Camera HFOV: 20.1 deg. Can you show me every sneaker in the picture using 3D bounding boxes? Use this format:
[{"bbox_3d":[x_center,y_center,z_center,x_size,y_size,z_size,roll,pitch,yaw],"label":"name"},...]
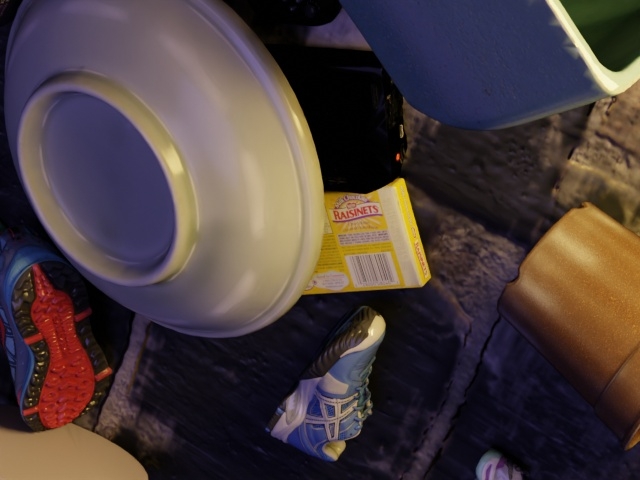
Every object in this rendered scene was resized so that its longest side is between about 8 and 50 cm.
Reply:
[{"bbox_3d":[0.176,0.256,1.756,0.069,0.038,0.098,28,126,16],"label":"sneaker"},{"bbox_3d":[0.022,0.141,1.769,0.081,0.080,0.211,35,137,2],"label":"sneaker"},{"bbox_3d":[-0.295,0.089,1.929,0.125,0.104,0.262,52,151,41],"label":"sneaker"}]

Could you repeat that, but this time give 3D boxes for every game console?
[{"bbox_3d":[-0.037,-0.216,1.627,0.213,0.044,0.361,6,117,28],"label":"game console"}]

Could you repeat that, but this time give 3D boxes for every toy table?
[{"bbox_3d":[-0.336,0.294,1.966,0.274,0.252,0.161,22,110,20],"label":"toy table"}]

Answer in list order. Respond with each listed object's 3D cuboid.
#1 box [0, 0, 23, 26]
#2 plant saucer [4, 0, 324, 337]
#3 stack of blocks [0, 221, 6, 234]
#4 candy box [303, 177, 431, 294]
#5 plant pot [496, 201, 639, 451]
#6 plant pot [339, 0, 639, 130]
[{"bbox_3d":[-0.382,-0.263,1.661,0.143,0.270,0.165,37,128,9],"label":"box"},{"bbox_3d":[-0.181,-0.070,1.715,0.400,0.100,0.400,22,129,31],"label":"plant saucer"},{"bbox_3d":[-0.493,0.026,1.999,0.171,0.087,0.297,45,129,2],"label":"stack of blocks"},{"bbox_3d":[0.000,0.000,1.730,0.205,0.027,0.105,-4,110,32],"label":"candy box"},{"bbox_3d":[0.251,0.064,1.542,0.165,0.167,0.167,41,129,17],"label":"plant pot"},{"bbox_3d":[0.144,-0.228,1.396,0.247,0.248,0.252,56,144,-7],"label":"plant pot"}]
